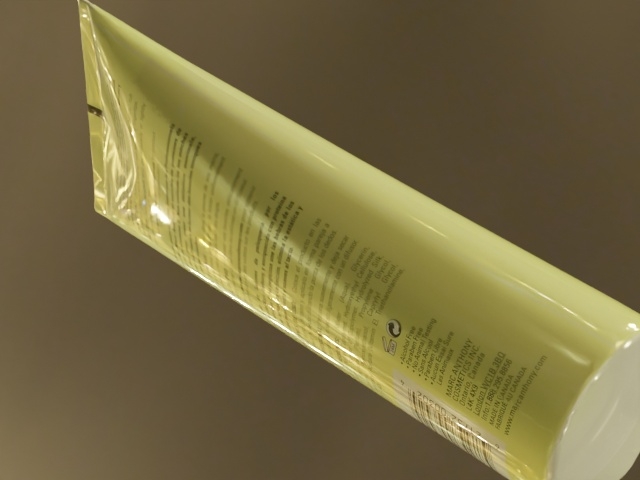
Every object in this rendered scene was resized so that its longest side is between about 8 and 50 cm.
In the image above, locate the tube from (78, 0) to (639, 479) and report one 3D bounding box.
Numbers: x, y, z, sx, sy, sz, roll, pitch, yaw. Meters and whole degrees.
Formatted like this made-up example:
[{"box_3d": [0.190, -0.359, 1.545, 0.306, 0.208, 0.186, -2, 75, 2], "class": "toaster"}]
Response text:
[{"box_3d": [0.000, 0.000, 0.510, 0.240, 0.062, 0.070, 30, -86, 34], "class": "tube"}]
